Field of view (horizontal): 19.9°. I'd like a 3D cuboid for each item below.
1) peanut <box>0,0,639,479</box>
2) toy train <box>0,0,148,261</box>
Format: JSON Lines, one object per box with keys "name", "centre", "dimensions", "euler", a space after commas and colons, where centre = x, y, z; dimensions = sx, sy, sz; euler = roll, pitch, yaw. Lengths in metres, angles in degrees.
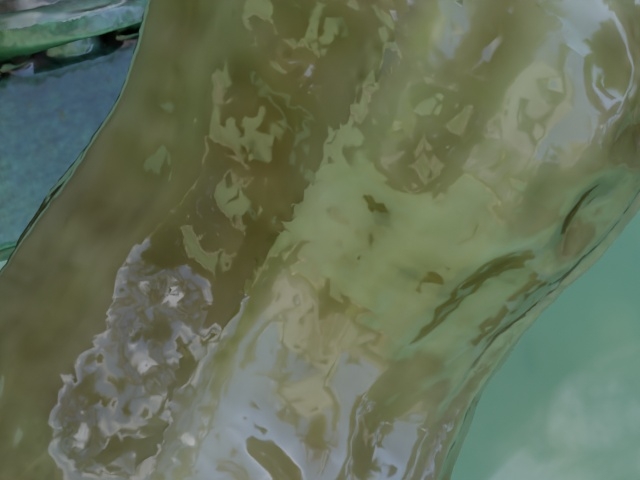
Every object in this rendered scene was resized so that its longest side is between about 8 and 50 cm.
{"name": "peanut", "centre": [0.000, 0.000, 0.389], "dimensions": [0.120, 0.298, 0.136], "euler": [25, -4, -20]}
{"name": "toy train", "centre": [-0.182, -0.035, 0.743], "dimensions": [0.304, 0.150, 0.221], "euler": [-18, 19, -24]}
